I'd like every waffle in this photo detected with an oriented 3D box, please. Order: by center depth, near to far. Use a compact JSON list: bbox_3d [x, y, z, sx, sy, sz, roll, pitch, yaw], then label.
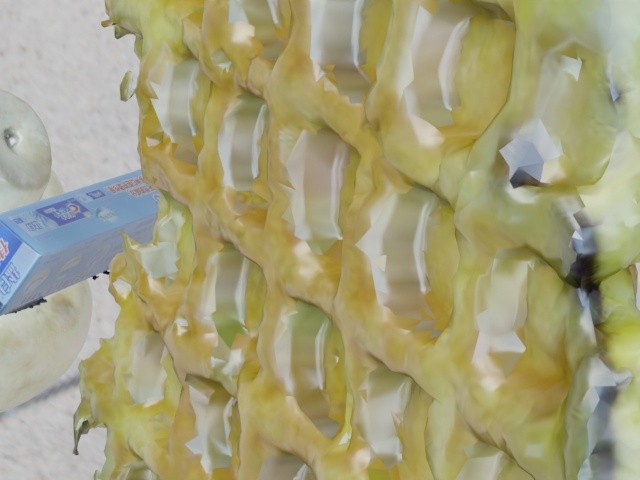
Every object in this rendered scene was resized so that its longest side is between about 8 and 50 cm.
[{"bbox_3d":[0.001,0.010,0.454,0.058,0.282,0.300,-3,86,-31],"label":"waffle"}]

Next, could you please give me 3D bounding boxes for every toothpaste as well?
[{"bbox_3d":[-0.184,-0.006,1.294,0.053,0.272,0.066,40,111,9],"label":"toothpaste"}]

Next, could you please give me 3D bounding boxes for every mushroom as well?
[{"bbox_3d":[-0.385,0.015,1.797,0.353,0.325,0.353,-26,29,15],"label":"mushroom"}]
